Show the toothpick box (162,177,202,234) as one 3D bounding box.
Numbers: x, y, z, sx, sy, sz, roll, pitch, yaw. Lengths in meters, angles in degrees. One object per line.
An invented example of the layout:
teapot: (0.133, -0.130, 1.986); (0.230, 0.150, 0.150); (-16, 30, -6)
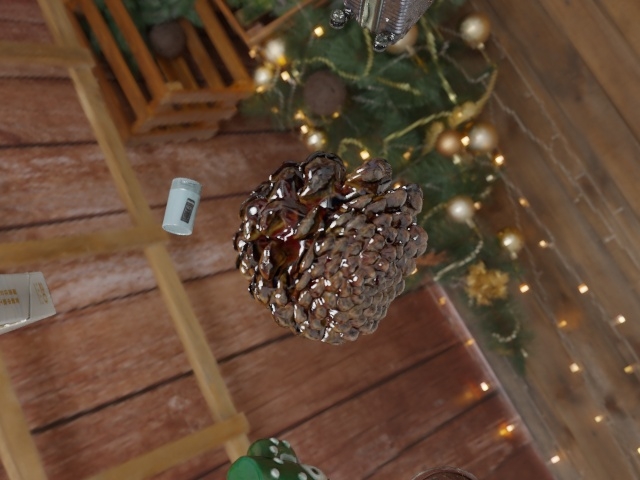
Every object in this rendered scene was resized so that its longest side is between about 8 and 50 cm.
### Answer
toothpick box: (-0.229, -0.056, 1.409); (0.052, 0.083, 0.052); (8, 162, 3)

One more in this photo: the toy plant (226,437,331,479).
toy plant: (-0.039, 0.399, 1.300); (0.112, 0.232, 0.243); (-44, 161, 8)

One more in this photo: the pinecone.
pinecone: (0.000, 0.000, 0.952); (0.221, 0.221, 0.221); (-28, 168, -7)

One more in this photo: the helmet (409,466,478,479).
helmet: (0.174, 0.411, 1.181); (0.175, 0.155, 0.106); (-33, -175, -4)

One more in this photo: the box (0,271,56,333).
box: (-0.442, 0.091, 1.006); (0.150, 0.067, 0.233); (-18, 176, 11)

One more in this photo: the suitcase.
suitcase: (0.066, -0.218, 0.664); (0.126, 0.059, 0.086); (-52, 169, -24)
